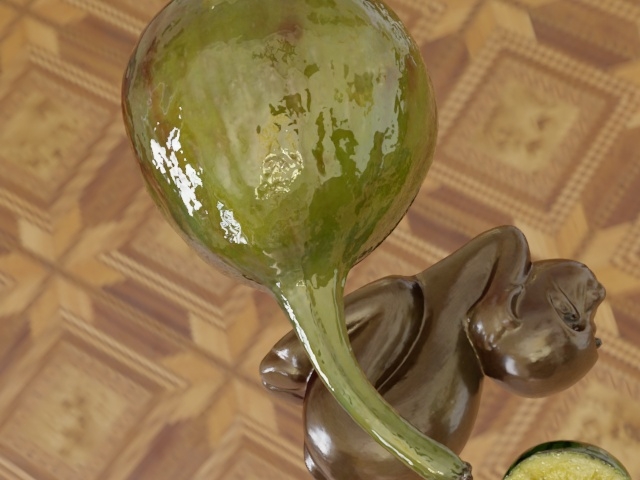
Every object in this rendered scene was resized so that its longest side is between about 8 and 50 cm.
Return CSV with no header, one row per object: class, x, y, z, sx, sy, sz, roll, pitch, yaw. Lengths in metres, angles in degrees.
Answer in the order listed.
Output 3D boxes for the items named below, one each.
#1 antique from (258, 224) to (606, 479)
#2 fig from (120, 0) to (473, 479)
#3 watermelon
antique,0.095,0.093,1.379,0.257,0.121,0.143,-26,56,-7
fig,0.000,0.000,0.810,0.149,0.149,0.245,-18,76,8
watermelon,0.174,0.182,1.296,0.105,0.105,0.062,-7,22,14
